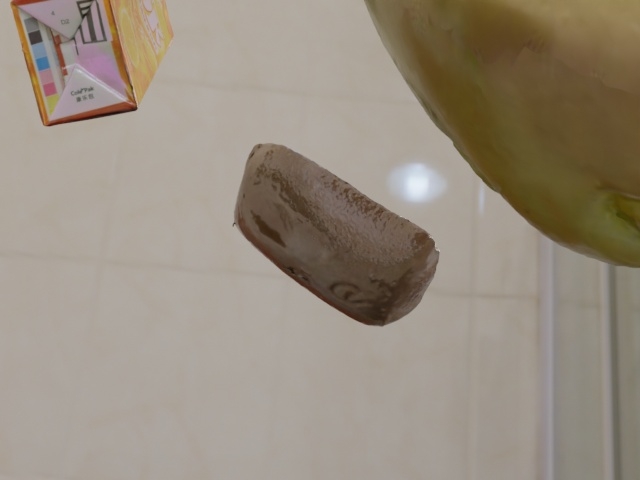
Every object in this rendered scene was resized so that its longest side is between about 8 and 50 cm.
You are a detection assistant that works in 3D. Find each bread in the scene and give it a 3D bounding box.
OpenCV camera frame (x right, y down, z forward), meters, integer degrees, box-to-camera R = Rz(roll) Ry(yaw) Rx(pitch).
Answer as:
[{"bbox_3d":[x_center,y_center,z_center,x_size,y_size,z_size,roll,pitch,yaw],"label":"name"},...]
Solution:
[{"bbox_3d":[0.095,-0.076,0.470,0.156,0.261,0.158,-15,-47,2],"label":"bread"}]

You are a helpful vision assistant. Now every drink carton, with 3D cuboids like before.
[{"bbox_3d":[-0.163,-0.164,1.088,0.071,0.223,0.096,-10,-70,6],"label":"drink carton"}]

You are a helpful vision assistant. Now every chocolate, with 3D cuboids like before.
[{"bbox_3d":[0.000,0.000,0.646,0.100,0.031,0.064,35,-43,13],"label":"chocolate"}]
